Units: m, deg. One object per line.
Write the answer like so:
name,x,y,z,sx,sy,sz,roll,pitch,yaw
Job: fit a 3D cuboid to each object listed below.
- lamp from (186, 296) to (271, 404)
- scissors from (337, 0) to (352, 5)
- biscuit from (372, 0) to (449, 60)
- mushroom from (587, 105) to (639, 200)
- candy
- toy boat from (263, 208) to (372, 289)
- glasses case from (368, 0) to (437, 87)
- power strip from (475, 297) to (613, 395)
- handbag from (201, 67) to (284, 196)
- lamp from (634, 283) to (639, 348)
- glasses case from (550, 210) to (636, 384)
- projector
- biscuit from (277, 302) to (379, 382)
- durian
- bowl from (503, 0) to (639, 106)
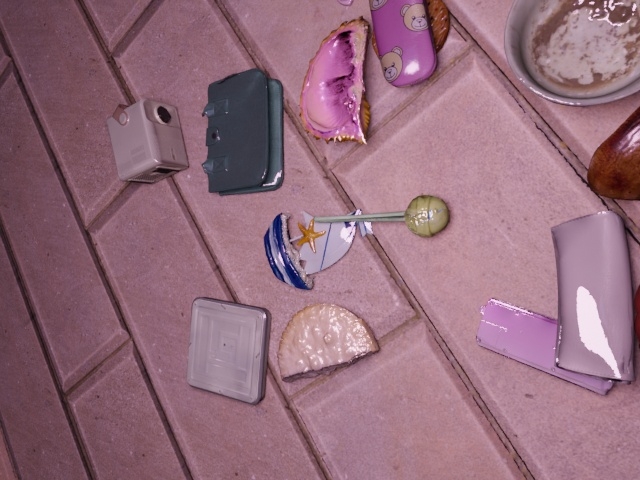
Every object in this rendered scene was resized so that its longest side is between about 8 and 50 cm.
lamp,-0.267,0.308,1.279,0.267,0.047,0.268,5,91,26
scissors,0.010,-0.666,1.175,0.212,0.021,0.110,7,95,28
biscuit,0.213,-0.497,1.060,0.188,0.027,0.187,-2,86,28
mushroom,0.582,-0.156,0.764,0.138,0.194,0.231,49,120,21
candy,0.131,-0.055,1.056,0.336,0.092,0.093,1,116,27
toy boat,0.000,0.000,1.155,0.291,0.067,0.220,-21,79,14
glasses case,0.182,-0.505,1.017,0.123,0.076,0.316,-12,83,26
power strip,0.456,0.209,0.905,0.279,0.037,0.109,19,97,27
handbag,-0.221,-0.296,1.251,0.239,0.089,0.326,-4,86,29
lamp,0.652,0.119,0.677,0.303,0.257,0.303,-41,42,51
glasses case,0.511,0.105,0.841,0.128,0.083,0.307,-5,72,40
projector,-0.532,-0.310,1.372,0.177,0.163,0.242,-18,83,25
biscuit,-0.008,0.252,1.123,0.281,0.084,0.179,-30,76,24
durian,0.049,-0.374,1.104,0.191,0.112,0.341,-7,77,37
bowl,0.503,-0.378,0.838,0.289,0.146,0.289,0,89,26
